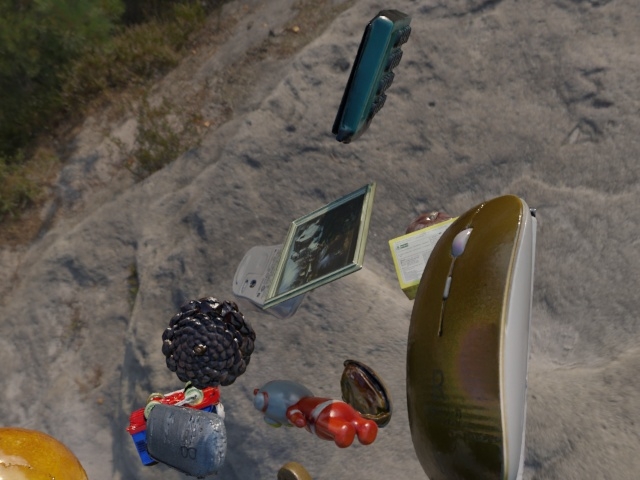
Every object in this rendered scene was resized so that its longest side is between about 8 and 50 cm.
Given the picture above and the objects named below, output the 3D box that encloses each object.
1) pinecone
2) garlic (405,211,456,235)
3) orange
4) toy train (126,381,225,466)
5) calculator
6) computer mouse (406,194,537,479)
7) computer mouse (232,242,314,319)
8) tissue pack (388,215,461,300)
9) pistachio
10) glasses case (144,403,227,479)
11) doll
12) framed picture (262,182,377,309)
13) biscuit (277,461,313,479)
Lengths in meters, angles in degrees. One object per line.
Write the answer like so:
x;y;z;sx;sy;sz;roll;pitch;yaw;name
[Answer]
-0.164;0.149;0.880;0.140;0.121;0.140;-1;96;-7;pinecone
0.307;-0.025;1.582;0.159;0.147;0.102;-6;115;8;garlic
-0.434;0.378;0.785;0.246;0.246;0.246;-5;75;18;orange
-0.308;0.387;1.276;0.203;0.083;0.131;-20;97;-9;toy train
0.112;-0.338;1.197;0.058;0.274;0.248;24;117;7;calculator
0.120;0.079;0.477;0.056;0.126;0.245;16;73;-20;computer mouse
-0.095;0.100;1.387;0.296;0.121;0.184;-3;59;51;computer mouse
0.212;0.024;0.976;0.176;0.062;0.095;-20;59;14;tissue pack
0.119;0.423;1.628;0.210;0.130;0.165;58;135;28;pistachio
-0.257;0.369;1.099;0.282;0.067;0.109;-9;71;49;glasses case
-0.039;0.379;1.296;0.336;0.199;0.106;8;87;43;doll
0.000;0.000;1.184;0.232;0.019;0.296;-25;27;26;framed picture
0.045;0.465;0.886;0.319;0.047;0.183;32;113;33;biscuit
